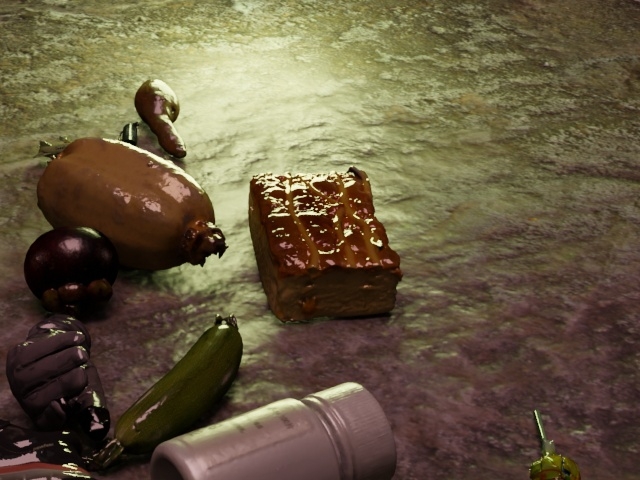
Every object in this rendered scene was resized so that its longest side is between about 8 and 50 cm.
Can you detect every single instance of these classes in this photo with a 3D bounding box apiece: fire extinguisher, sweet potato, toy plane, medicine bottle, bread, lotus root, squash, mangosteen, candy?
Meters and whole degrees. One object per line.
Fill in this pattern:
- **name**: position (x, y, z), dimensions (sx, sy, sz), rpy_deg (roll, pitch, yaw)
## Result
- **fire extinguisher**: position (-0.323, -0.175, 2.487), dimensions (0.038, 0.025, 0.083), rpy_deg (-21, 29, 7)
- **sweet potato**: position (-0.274, -0.221, 2.523), dimensions (0.074, 0.075, 0.269), rpy_deg (-7, 34, -14)
- **toy plane**: position (-0.411, -0.144, 2.411), dimensions (0.111, 0.040, 0.102), rpy_deg (4, 31, 2)
- **medicine bottle**: position (-0.050, 0.252, 1.634), dimensions (0.252, 0.144, 0.144), rpy_deg (-17, 34, -26)
- **bread**: position (0.000, 0.000, 2.110), dimensions (0.184, 0.114, 0.275), rpy_deg (-4, 32, -8)
- **lotus root**: position (-0.263, -0.041, 2.135), dimensions (0.342, 0.151, 0.169), rpy_deg (25, 52, 27)
- **squash**: position (-0.164, 0.184, 1.822), dimensions (0.080, 0.071, 0.318), rpy_deg (-24, 14, 39)
- **mangosteen**: position (-0.337, 0.048, 2.010), dimensions (0.140, 0.140, 0.140), rpy_deg (1, 30, -1)
- **candy**: position (0.268, 0.249, 1.759), dimensions (0.062, 0.058, 0.194), rpy_deg (40, 16, -15)

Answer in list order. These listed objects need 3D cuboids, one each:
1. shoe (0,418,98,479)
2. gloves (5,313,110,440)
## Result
- **shoe**: position (-0.383, 0.256, 1.633), dimensions (0.291, 0.114, 0.137), rpy_deg (0, 35, -9)
- **gloves**: position (-0.310, 0.166, 1.783), dimensions (0.119, 0.142, 0.285), rpy_deg (-49, 13, -5)
